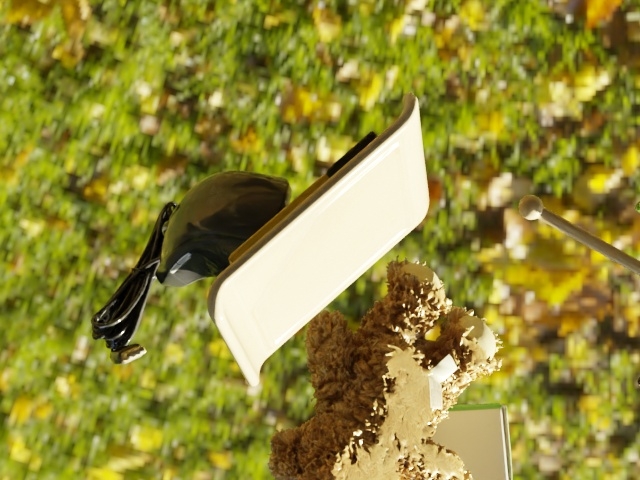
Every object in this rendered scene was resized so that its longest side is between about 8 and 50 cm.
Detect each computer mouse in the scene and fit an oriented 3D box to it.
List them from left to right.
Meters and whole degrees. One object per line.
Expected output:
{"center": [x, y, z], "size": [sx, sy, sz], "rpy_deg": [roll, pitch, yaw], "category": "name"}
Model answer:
{"center": [-0.132, 0.021, 1.455], "size": [0.060, 0.184, 0.262], "rpy_deg": [35, 159, -21], "category": "computer mouse"}

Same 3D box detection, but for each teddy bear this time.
{"center": [0.069, 0.173, 1.773], "size": [0.245, 0.338, 0.113], "rpy_deg": [32, 152, -28], "category": "teddy bear"}

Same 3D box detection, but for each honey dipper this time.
{"center": [0.214, 0.011, 1.197], "size": [0.160, 0.030, 0.030], "rpy_deg": [28, 132, -5], "category": "honey dipper"}

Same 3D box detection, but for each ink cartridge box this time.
{"center": [0.100, 0.278, 2.001], "size": [0.211, 0.121, 0.289], "rpy_deg": [-3, 167, -6], "category": "ink cartridge box"}

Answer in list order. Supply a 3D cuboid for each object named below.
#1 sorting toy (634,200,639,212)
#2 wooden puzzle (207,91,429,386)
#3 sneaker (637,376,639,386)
{"center": [0.376, -0.046, 1.734], "size": [0.061, 0.042, 0.102], "rpy_deg": [16, 175, -18], "category": "sorting toy"}
{"center": [0.000, 0.000, 1.360], "size": [0.044, 0.239, 0.221], "rpy_deg": [41, 169, 17], "category": "wooden puzzle"}
{"center": [0.369, 0.164, 1.776], "size": [0.057, 0.119, 0.047], "rpy_deg": [10, 116, 7], "category": "sneaker"}
